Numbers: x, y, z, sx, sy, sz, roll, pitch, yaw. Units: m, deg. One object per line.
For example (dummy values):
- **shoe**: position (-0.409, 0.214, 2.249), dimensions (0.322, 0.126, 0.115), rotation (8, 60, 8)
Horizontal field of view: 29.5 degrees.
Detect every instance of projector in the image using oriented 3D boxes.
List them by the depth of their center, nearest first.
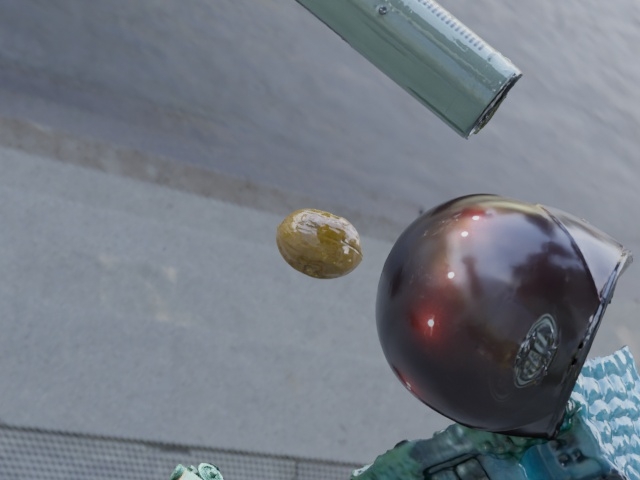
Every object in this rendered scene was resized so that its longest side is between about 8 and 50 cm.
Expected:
- **projector**: position (0.078, -0.264, 1.437), dimensions (0.337, 0.108, 0.108), rotation (40, 33, 6)

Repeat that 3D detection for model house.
- **model house**: position (0.202, 0.268, 1.167), dimensions (0.226, 0.261, 0.241), rotation (-14, 74, -51)

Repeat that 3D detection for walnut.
- **walnut**: position (0.000, 0.000, 1.591), dimensions (0.121, 0.052, 0.091), rotation (19, 73, 1)

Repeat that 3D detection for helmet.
- **helmet**: position (0.143, 0.057, 0.981), dimensions (0.193, 0.189, 0.216), rotation (15, 10, -26)

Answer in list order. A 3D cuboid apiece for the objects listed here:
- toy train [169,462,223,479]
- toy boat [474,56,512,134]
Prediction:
- **toy train**: position (-0.122, 0.353, 1.506), dimensions (0.176, 0.074, 0.118), rotation (39, 18, -5)
- **toy boat**: position (0.237, -0.216, 1.753), dimensions (0.065, 0.172, 0.066), rotation (27, 55, 3)
